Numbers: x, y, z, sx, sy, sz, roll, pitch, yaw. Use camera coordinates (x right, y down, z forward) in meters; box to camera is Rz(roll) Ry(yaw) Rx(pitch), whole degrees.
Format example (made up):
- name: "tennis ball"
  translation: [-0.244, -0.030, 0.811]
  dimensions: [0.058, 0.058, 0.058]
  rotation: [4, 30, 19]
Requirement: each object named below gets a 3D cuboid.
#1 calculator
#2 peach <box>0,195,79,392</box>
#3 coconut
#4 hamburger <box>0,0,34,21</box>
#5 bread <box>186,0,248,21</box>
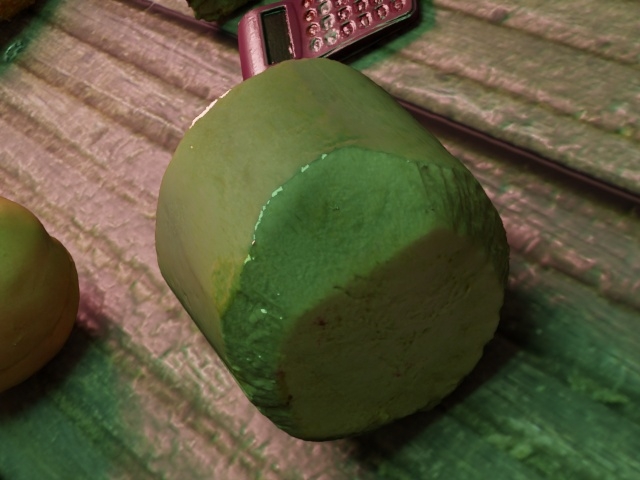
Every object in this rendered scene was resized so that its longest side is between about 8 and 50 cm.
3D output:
- name: "calculator"
  translation: [0.006, -0.212, 1.426]
  dimensions: [0.190, 0.034, 0.127]
  rotation: [-23, 40, 12]
- name: "peach"
  translation: [-0.312, 0.052, 1.305]
  dimensions: [0.184, 0.184, 0.184]
  rotation: [-22, 41, 21]
- name: "coconut"
  translation: [0.000, 0.000, 1.060]
  dimensions: [0.239, 0.239, 0.244]
  rotation: [-39, 43, 0]
- name: "hamburger"
  translation: [-0.462, -0.400, 1.793]
  dimensions: [0.179, 0.294, 0.276]
  rotation: [-15, 29, 50]
- name: "bread"
  translation: [-0.080, -0.339, 1.565]
  dimensions: [0.196, 0.102, 0.138]
  rotation: [-32, 41, 4]
